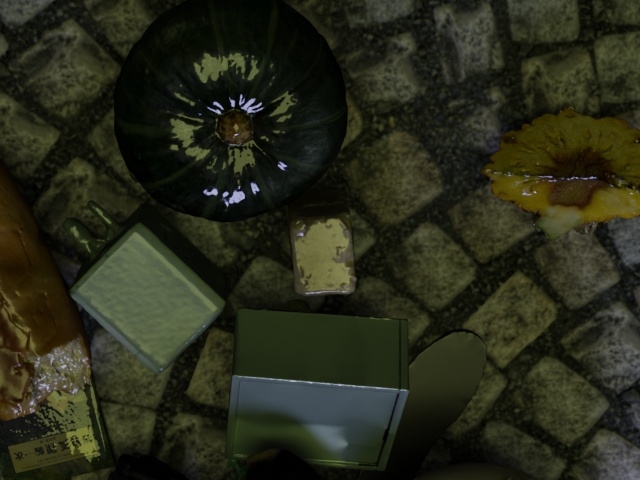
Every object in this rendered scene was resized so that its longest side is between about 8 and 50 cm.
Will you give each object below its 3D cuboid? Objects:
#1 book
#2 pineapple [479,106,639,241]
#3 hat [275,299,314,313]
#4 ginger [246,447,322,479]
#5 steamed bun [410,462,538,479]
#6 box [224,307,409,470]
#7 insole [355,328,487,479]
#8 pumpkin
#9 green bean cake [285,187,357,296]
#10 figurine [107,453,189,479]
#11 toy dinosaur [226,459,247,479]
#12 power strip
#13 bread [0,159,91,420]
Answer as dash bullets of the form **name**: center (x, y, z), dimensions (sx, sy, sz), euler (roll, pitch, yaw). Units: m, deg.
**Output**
- **book**: center (-0.391, 0.228, 1.898), dimensions (0.160, 0.024, 0.228), euler (-12, 103, -3)
- **pineapple**: center (0.348, -0.087, 1.836), dimensions (0.249, 0.140, 0.164), euler (2, 146, 12)
- **hat**: center (-0.036, 0.128, 1.877), dimensions (0.076, 0.059, 0.077), euler (-35, 99, 1)
- **ginger**: center (-0.136, 0.471, 1.850), dimensions (0.358, 0.211, 0.414), euler (-33, 129, -39)
- **steamed bun**: center (0.176, 0.472, 1.860), dimensions (0.374, 0.241, 0.375), euler (-16, 116, -35)
- **box**: center (-0.009, 0.196, 1.810), dimensions (0.225, 0.117, 0.225), euler (5, 143, -4)
- **insole**: center (0.139, 0.262, 1.941), dimensions (0.110, 0.012, 0.310), euler (24, 101, -10)
- **pumpkin**: center (-0.118, -0.171, 1.727), dimensions (0.300, 0.207, 0.300), euler (-5, 117, -10)
- **green bean cake**: center (0.000, 0.000, 1.784), dimensions (0.085, 0.179, 0.109), euler (-6, 103, -1)
- **figurine**: center (-0.313, 0.459, 1.899), dimensions (0.204, 0.185, 0.332), euler (10, 85, 27)
- **toy dinosaur**: center (-0.093, 0.322, 1.940), dimensions (0.083, 0.021, 0.062), euler (-38, 90, 7)
- **power strip**: center (-0.246, 0.042, 1.801), dimensions (0.139, 0.140, 0.224), euler (-44, 102, 9)
- **bread**: center (-0.410, 0.054, 1.759), dimensions (0.148, 0.195, 0.344), euler (-24, 98, 3)
